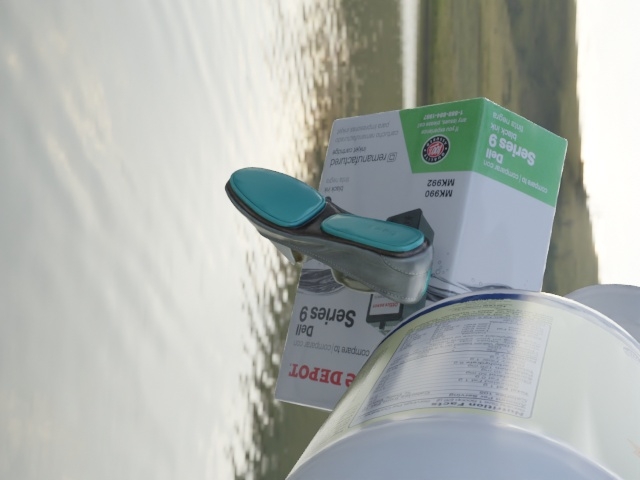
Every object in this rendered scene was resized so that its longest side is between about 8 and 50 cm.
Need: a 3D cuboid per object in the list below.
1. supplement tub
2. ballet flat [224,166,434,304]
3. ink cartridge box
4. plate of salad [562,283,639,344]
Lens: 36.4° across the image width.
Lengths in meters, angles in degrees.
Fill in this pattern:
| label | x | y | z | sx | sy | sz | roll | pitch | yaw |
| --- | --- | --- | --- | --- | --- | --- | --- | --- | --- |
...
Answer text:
| label | x | y | z | sx | sy | sz | roll | pitch | yaw |
| --- | --- | --- | --- | --- | --- | --- | --- | --- | --- |
| supplement tub | 0.092 | 0.177 | 0.543 | 0.325 | 0.236 | 0.235 | -41 | 132 | -68 |
| ballet flat | 0.000 | 0.000 | 0.826 | 0.072 | 0.213 | 0.068 | -33 | 134 | -41 |
| ink cartridge box | 0.089 | 0.031 | 0.904 | 0.122 | 0.211 | 0.289 | 20 | 77 | -37 |
| plate of salad | 0.297 | 0.130 | 0.932 | 0.048 | 0.200 | 0.199 | -32 | 127 | -51 |
